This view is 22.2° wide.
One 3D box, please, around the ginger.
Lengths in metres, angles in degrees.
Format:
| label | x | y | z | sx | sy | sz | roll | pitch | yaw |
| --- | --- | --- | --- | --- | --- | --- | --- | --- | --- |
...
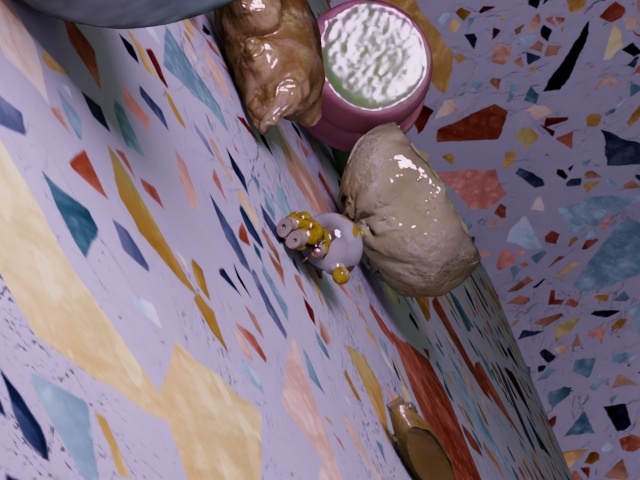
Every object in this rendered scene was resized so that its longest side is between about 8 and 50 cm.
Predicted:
| label | x | y | z | sx | sy | sz | roll | pitch | yaw |
| --- | --- | --- | --- | --- | --- | --- | --- | --- | --- |
| ginger | -0.058 | -0.236 | 2.034 | 0.219 | 0.123 | 0.270 | 60 | 8 | -33 |

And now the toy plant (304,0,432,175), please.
| label | x | y | z | sx | sy | sz | roll | pitch | yaw |
| --- | --- | --- | --- | --- | --- | --- | --- | --- | --- |
| toy plant | 0.041 | -0.256 | 2.448 | 0.317 | 0.210 | 0.356 | 61 | -4 | 3 |

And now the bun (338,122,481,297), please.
| label | x | y | z | sx | sy | sz | roll | pitch | yaw |
| --- | --- | --- | --- | --- | --- | --- | --- | --- | --- |
| bun | 0.108 | -0.030 | 2.281 | 0.259 | 0.152 | 0.259 | 57 | -3 | 5 |

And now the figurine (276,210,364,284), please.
| label | x | y | z | sx | sy | sz | roll | pitch | yaw |
| --- | --- | --- | --- | --- | --- | --- | --- | --- | --- |
| figurine | -0.003 | -0.004 | 1.843 | 0.143 | 0.068 | 0.101 | 32 | 20 | -40 |

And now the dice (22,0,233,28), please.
| label | x | y | z | sx | sy | sz | roll | pitch | yaw |
| --- | --- | --- | --- | --- | --- | --- | --- | --- | --- |
| dice | -0.153 | -0.387 | 1.252 | 0.330 | 0.348 | 0.328 | 62 | 6 | -48 |

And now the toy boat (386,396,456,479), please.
| label | x | y | z | sx | sy | sz | roll | pitch | yaw |
| --- | --- | --- | --- | --- | --- | --- | --- | --- | --- |
| toy boat | 0.113 | 0.236 | 1.824 | 0.149 | 0.047 | 0.049 | 60 | -5 | -30 |
